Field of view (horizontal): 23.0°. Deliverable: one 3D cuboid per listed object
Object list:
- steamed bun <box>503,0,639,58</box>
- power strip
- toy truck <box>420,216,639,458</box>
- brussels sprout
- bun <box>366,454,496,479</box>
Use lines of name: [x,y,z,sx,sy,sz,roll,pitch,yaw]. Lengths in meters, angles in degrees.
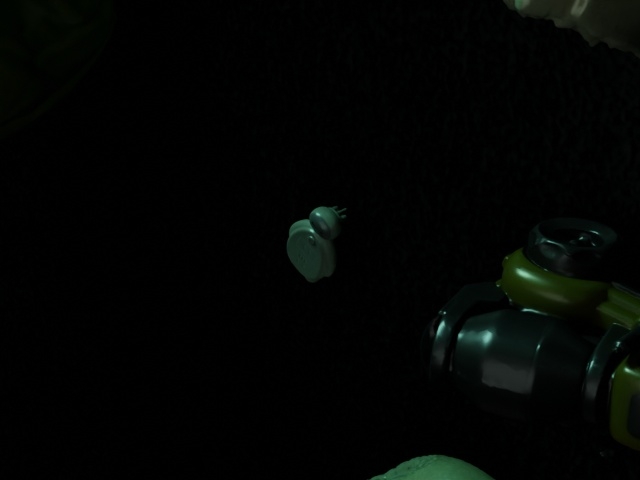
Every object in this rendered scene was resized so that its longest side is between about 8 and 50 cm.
steamed bun: [0.160,-0.244,0.952,0.272,0.290,0.273,37,119,8]
power strip: [0.000,0.000,1.335,0.055,0.035,0.083,48,143,17]
toy truck: [0.195,0.088,1.100,0.224,0.165,0.147,20,117,34]
brussels sprout: [-0.327,-0.226,1.361,0.247,0.328,0.328,4,108,33]
bun: [0.090,0.287,1.301,0.221,0.108,0.221,16,115,37]
